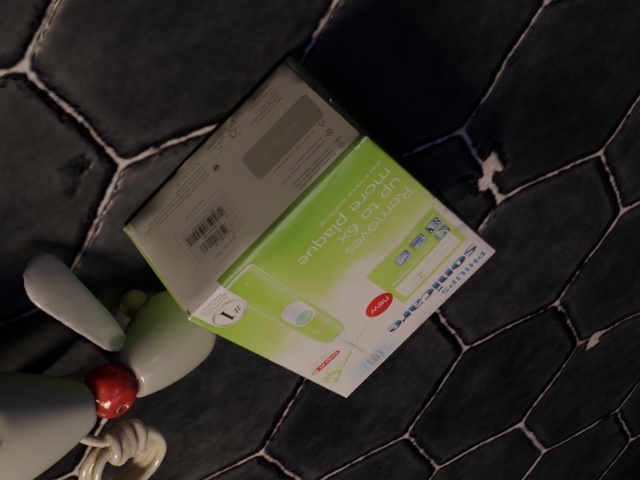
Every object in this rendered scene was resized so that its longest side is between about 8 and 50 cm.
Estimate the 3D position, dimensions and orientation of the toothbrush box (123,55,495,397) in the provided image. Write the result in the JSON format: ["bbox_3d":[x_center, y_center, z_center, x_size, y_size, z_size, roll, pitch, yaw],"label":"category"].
[{"bbox_3d":[0.000,0.000,1.140,0.206,0.122,0.283,-45,147,6],"label":"toothbrush box"}]

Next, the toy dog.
[{"bbox_3d":[-0.254,0.120,1.043,0.333,0.161,0.220,-13,137,-56],"label":"toy dog"}]
